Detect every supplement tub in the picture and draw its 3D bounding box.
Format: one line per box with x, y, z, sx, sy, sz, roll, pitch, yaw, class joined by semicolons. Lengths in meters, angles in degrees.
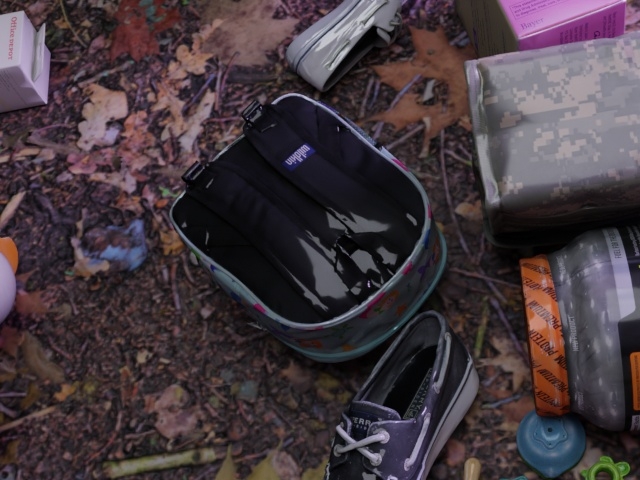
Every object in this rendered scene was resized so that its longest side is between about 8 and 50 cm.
0.350;0.074;1.008;0.316;0.193;0.193;-6;61;9;supplement tub

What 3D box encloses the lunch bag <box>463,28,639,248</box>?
0.268;-0.088;1.076;0.235;0.287;0.169;-9;80;9;lunch bag

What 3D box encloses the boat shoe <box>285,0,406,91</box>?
0.064;-0.268;1.337;0.226;0.083;0.076;-42;72;2;boat shoe

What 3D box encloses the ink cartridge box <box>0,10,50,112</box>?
-0.418;-0.226;1.407;0.143;0.090;0.092;-8;61;7;ink cartridge box

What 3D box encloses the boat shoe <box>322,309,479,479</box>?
0.056;0.194;1.023;0.108;0.102;0.301;9;49;39;boat shoe

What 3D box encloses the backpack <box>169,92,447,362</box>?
0.000;0.000;1.129;0.225;0.191;0.253;-45;54;-11;backpack

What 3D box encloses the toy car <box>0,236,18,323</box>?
-0.412;0.088;1.210;0.219;0.210;0.238;12;36;33;toy car

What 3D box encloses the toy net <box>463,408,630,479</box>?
0.176;0.259;1.036;0.232;0.045;0.122;-38;62;-7;toy net

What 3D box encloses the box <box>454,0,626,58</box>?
0.234;-0.262;1.207;0.117;0.213;0.243;-20;59;2;box
